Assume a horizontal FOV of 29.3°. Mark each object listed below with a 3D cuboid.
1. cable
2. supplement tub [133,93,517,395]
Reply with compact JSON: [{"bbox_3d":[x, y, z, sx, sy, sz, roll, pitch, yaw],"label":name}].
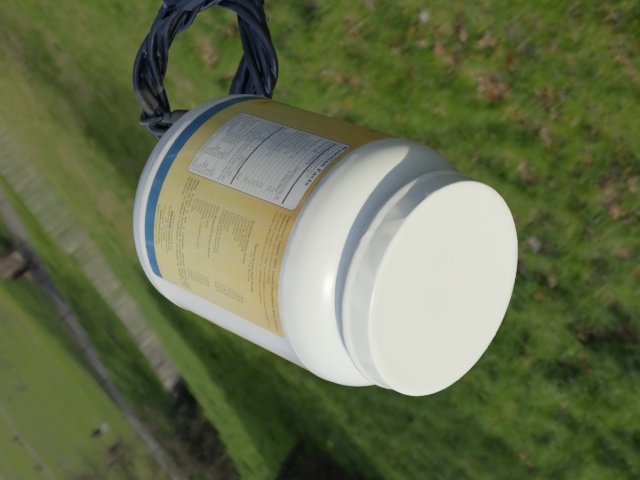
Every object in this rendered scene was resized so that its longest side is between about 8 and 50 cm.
[{"bbox_3d":[-0.095,-0.142,1.024,0.184,0.047,0.150,-36,73,42],"label":"cable"},{"bbox_3d":[0.000,0.000,0.723,0.200,0.144,0.144,22,144,42],"label":"supplement tub"}]
